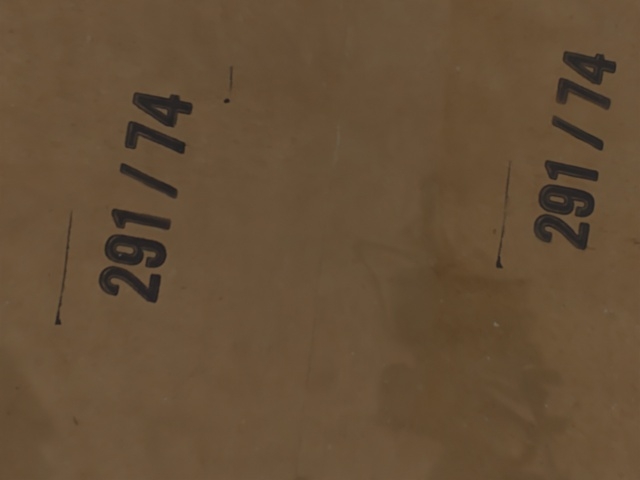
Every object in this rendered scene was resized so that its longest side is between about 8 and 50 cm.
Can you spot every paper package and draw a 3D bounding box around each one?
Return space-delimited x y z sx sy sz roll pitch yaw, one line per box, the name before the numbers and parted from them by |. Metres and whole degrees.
paper package | -0.026 -0.021 0.547 0.309 0.325 0.168 4 -5 -13
